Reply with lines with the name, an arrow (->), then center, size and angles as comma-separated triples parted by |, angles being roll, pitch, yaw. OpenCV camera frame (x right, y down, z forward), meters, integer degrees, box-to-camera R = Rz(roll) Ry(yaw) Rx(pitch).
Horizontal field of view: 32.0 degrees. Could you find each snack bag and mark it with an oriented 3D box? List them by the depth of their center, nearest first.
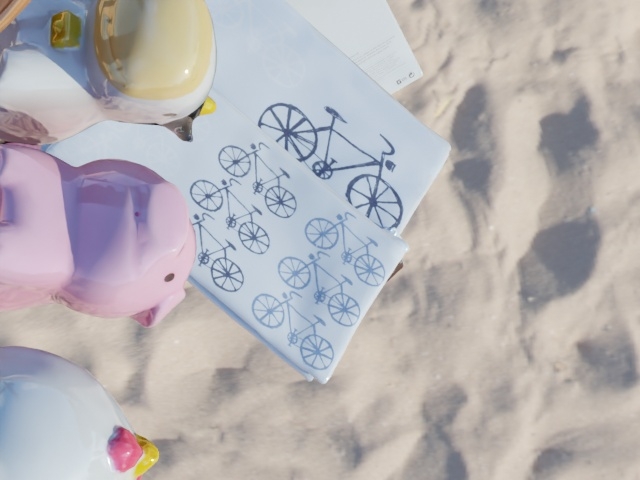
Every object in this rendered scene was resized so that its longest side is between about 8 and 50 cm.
snack bag -> -0.042, -0.085, 1.042 | 0.323, 0.037, 0.342 | 41, 52, -7

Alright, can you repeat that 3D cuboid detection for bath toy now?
bath toy -> -0.120, -0.017, 0.565 | 0.129, 0.151, 0.348 | 24, 63, -51

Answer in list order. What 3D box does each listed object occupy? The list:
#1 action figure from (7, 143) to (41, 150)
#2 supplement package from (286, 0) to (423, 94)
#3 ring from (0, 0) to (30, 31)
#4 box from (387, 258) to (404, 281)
action figure -> -0.290, -0.036, 0.595 | 0.248, 0.370, 0.275 | 32, 115, 15
supplement package -> -0.017, -0.259, 1.358 | 0.194, 0.149, 0.203 | -30, 127, 4
ring -> -0.192, -0.241, 0.472 | 0.032, 0.337, 0.336 | -20, 91, -51
box -> 0.000, 0.000, 1.812 | 0.167, 0.168, 0.203 | -42, 63, -7
